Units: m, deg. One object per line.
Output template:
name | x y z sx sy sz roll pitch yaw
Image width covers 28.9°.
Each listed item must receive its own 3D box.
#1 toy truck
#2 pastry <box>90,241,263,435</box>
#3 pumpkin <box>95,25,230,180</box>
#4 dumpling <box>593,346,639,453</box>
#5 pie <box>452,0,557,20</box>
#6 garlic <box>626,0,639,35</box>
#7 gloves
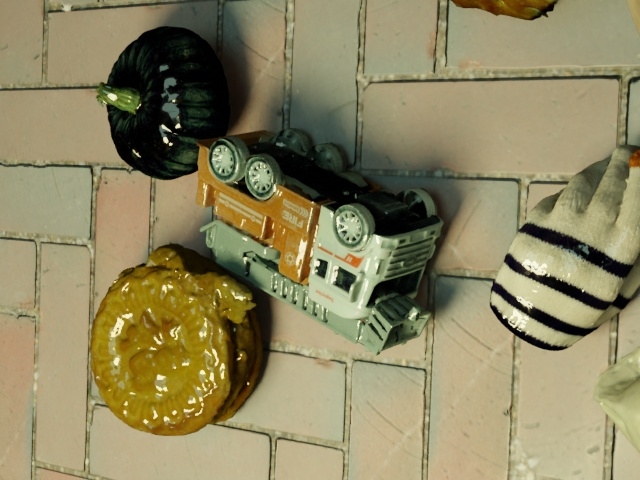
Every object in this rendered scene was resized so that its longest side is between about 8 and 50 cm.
toy truck | 0.000 0.000 1.456 0.338 0.133 0.184 30 119 34
pastry | -0.181 0.126 1.592 0.240 0.132 0.235 22 100 27
pumpkin | -0.194 -0.174 1.584 0.194 0.150 0.194 11 116 23
dumpling | 0.377 0.165 1.204 0.151 0.124 0.229 -43 52 -13
pie | 0.137 -0.338 1.239 0.288 0.355 0.103 28 77 -1
garlic | 0.418 -0.258 1.150 0.325 0.132 0.279 25 104 30
gloves | 0.272 0.002 1.265 0.140 0.131 0.219 43 123 24
